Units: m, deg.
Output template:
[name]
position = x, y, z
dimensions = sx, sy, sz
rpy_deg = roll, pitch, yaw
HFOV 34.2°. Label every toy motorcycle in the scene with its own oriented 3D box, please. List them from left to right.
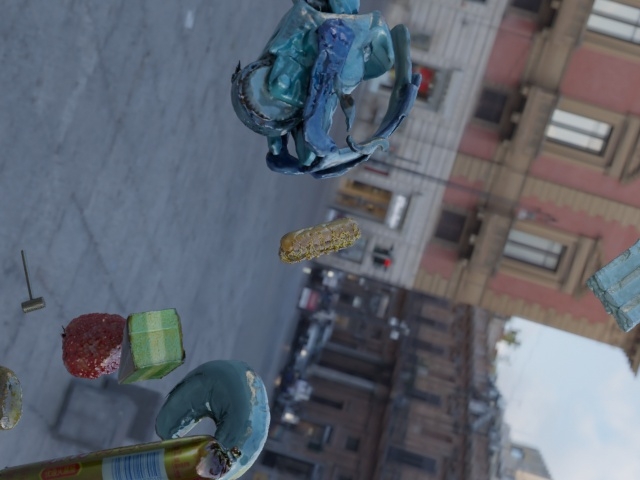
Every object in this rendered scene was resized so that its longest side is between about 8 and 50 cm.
[toy motorcycle]
position = 0.014, -0.198, 1.244
dimensions = 0.154, 0.206, 0.260
rpy_deg = -36, -156, 59

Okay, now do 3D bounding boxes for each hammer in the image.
[hammer]
position = -0.475, 0.065, 1.693
dimensions = 0.019, 0.036, 0.110
rpy_deg = 83, -10, -65

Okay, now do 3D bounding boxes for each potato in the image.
[potato]
position = -0.435, 0.215, 1.432
dimensions = 0.045, 0.047, 0.092
rpy_deg = 20, 52, -60

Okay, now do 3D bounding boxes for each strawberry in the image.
[strawberry]
position = -0.403, 0.185, 1.877
dimensions = 0.148, 0.131, 0.131
rpy_deg = -39, -155, 49

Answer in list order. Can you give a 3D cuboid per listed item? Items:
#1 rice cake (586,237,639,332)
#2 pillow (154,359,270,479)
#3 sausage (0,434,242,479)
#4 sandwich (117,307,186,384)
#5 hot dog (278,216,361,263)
[rice cake]
position = 0.561, 0.062, 1.793
dimensions = 0.211, 0.124, 0.038
rpy_deg = -25, 159, -29
[pillow]
position = -0.180, 0.299, 1.700
dimensions = 0.086, 0.214, 0.233
rpy_deg = 49, 13, -46
[sausage]
position = -0.285, 0.327, 1.466
dimensions = 0.082, 0.372, 0.082
rpy_deg = -13, 90, -75
[sandwich]
position = -0.234, 0.144, 1.402
dimensions = 0.116, 0.074, 0.074
rpy_deg = -38, -119, 60
[hot dog]
position = 0.000, 0.000, 1.905
dimensions = 0.045, 0.165, 0.071
rpy_deg = 58, -29, 34
